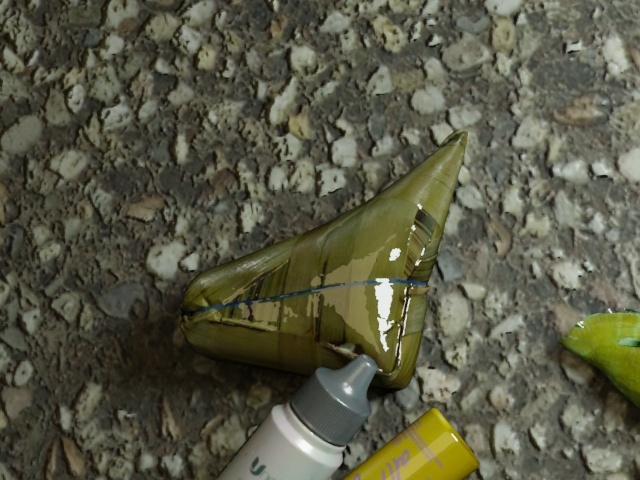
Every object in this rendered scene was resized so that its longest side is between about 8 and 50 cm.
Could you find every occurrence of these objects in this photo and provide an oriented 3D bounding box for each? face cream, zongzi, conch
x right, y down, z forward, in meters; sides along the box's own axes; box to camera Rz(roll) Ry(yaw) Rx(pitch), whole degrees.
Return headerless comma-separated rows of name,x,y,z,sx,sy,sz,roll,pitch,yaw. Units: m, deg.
face cream,-0.044,0.234,1.761,0.092,0.092,0.311,45,106,19
zongzi,0.000,0.000,1.836,0.260,0.123,0.289,10,82,12
face cream,0.033,0.282,1.784,0.273,0.078,0.078,-38,71,0
conch,0.345,0.129,1.763,0.095,0.079,0.201,-39,62,-24
